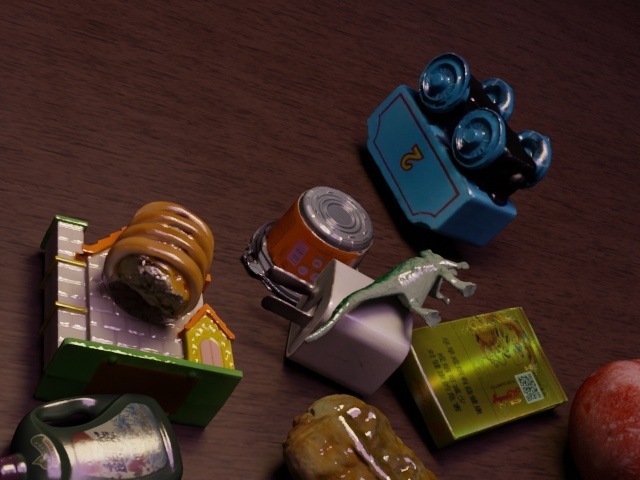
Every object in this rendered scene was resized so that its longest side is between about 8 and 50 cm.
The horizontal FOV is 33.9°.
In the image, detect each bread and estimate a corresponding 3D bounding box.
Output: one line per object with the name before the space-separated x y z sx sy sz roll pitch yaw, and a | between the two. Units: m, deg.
bread | -0.188 0.016 1.264 0.119 0.084 0.177 27 28 -9
bread | 0.064 0.308 1.272 0.152 0.130 0.268 -24 66 -41

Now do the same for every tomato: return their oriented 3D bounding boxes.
tomato | 0.498 0.302 1.561 0.270 0.227 0.270 17 17 -5

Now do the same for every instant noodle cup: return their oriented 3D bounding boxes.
instant noodle cup | 0.000 0.000 1.572 0.208 0.125 0.178 -10 55 -46

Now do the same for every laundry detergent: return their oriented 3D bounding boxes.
laundry detergent | -0.267 0.230 1.128 0.221 0.078 0.144 1 46 -36

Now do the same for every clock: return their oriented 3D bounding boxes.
clock | -0.231 0.083 1.298 0.219 0.106 0.255 15 40 -28

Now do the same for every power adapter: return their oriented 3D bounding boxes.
power adapter | 0.011 0.106 1.457 0.204 0.125 0.130 29 36 -13

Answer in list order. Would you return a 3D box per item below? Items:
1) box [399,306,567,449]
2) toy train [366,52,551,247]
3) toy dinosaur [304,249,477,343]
box | 0.244 0.200 1.583 0.311 0.043 0.173 -6 65 -47
toy train | 0.231 -0.160 1.834 0.188 0.265 0.300 17 37 -44
toy dinosaur | 0.129 0.074 1.406 0.129 0.076 0.383 14 15 26
